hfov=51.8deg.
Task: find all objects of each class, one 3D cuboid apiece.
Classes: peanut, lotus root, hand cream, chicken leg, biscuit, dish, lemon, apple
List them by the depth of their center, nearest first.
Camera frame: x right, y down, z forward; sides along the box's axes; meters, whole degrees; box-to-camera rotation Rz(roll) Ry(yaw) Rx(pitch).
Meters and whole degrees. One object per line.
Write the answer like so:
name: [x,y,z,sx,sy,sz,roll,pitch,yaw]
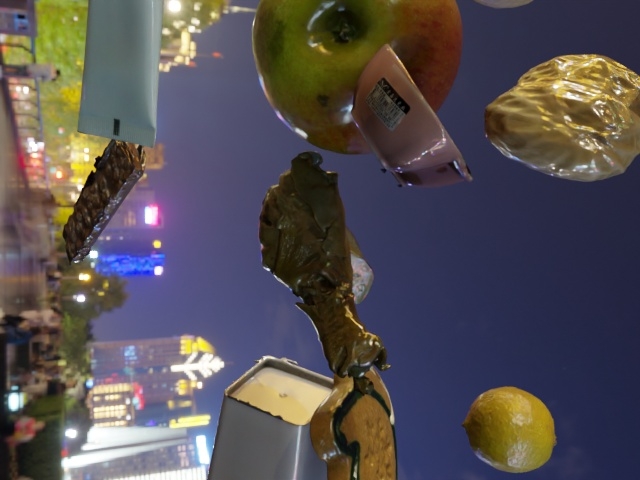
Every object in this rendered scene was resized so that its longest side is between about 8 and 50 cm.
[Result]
hand cream: [-0.215,-0.268,0.717,0.067,0.109,0.320,-21,123,-66]
dish: [0.107,-0.138,0.847,0.213,0.090,0.213,54,13,-18]
lemon: [0.252,0.249,0.868,0.109,0.133,0.109,-167,-90,-79]
peanut: [0.332,-0.169,0.873,0.197,0.233,0.110,22,-47,24]
apple: [0.056,-0.309,1.046,0.340,0.340,0.339,179,-90,-69]
chicken leg: [0.007,0.059,1.149,0.153,0.201,0.429,38,27,-62]
biscuit: [0.072,0.363,1.164,0.287,0.057,0.343,52,32,-43]
lotus root: [0.009,-0.001,1.688,0.149,0.267,0.260,-54,-158,23]

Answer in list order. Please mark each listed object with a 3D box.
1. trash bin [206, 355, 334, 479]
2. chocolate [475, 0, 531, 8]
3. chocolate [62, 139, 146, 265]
trash bin: [-0.100,0.443,1.266,0.256,0.296,0.367,18,-67,23]
chocolate: [0.244,-0.355,0.691,0.309,0.134,0.134,140,-53,-75]
chocolate: [-0.406,-0.073,1.229,0.329,0.065,0.102,-43,-123,41]
